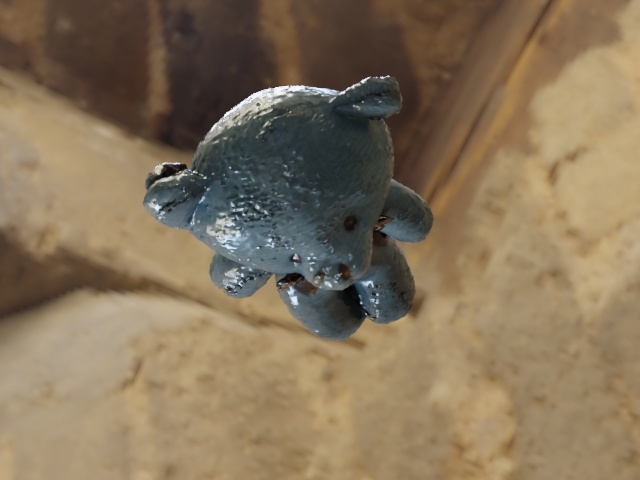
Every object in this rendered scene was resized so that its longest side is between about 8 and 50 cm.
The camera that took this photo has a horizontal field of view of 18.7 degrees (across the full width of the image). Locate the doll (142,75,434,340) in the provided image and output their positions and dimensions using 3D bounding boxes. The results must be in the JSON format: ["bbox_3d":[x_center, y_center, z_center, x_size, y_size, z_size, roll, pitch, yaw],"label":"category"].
[{"bbox_3d":[0.001,0.003,0.875,0.120,0.180,0.075,-27,-133,0],"label":"doll"}]
